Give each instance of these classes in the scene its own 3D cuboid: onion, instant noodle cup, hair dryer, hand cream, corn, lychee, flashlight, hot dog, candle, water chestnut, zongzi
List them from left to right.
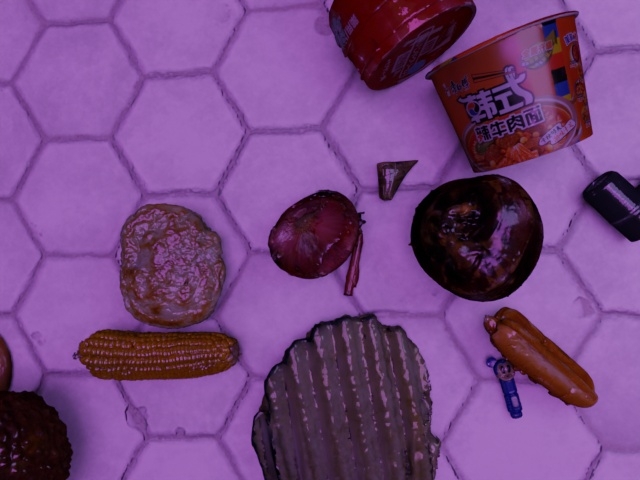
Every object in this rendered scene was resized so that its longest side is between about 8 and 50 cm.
[{"bbox_3d":[-0.617,0.415,0.874,0.276,0.276,0.304,-30,93,5],"label":"lychee"},{"bbox_3d":[-0.312,0.227,0.930,0.314,0.102,0.101,1,89,5],"label":"corn"},{"bbox_3d":[0.000,0.000,0.884,0.184,0.184,0.147,-46,127,4],"label":"onion"},{"bbox_3d":[0.070,0.026,0.931,0.026,0.021,0.167,10,89,-20],"label":"candle"},{"bbox_3d":[0.152,-0.116,0.921,0.084,0.040,0.075,-5,96,-11],"label":"zongzi"},{"bbox_3d":[0.139,-0.388,0.829,0.230,0.230,0.149,-29,86,5],"label":"hand cream"},{"bbox_3d":[0.258,-0.013,0.809,0.224,0.238,0.223,-19,64,45],"label":"water chestnut"},{"bbox_3d":[0.353,0.273,0.889,0.058,0.035,0.121,-15,88,2],"label":"flashlight"},{"bbox_3d":[0.327,-0.236,0.808,0.251,0.250,0.192,-19,97,5],"label":"instant noodle cup"},{"bbox_3d":[0.388,0.213,0.860,0.249,0.102,0.076,40,123,-2],"label":"hot dog"},{"bbox_3d":[0.596,-0.113,0.859,0.219,0.071,0.124,-42,85,-3],"label":"hair dryer"}]

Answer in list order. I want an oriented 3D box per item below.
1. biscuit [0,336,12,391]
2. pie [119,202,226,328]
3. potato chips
[{"bbox_3d":[-0.728,0.289,1.006,0.145,0.033,0.224,17,92,6],"label":"biscuit"},{"bbox_3d":[-0.285,0.052,0.935,0.201,0.090,0.247,1,90,-5],"label":"pie"},{"bbox_3d":[0.043,0.357,0.910,0.359,0.070,0.428,-8,89,3],"label":"potato chips"}]
